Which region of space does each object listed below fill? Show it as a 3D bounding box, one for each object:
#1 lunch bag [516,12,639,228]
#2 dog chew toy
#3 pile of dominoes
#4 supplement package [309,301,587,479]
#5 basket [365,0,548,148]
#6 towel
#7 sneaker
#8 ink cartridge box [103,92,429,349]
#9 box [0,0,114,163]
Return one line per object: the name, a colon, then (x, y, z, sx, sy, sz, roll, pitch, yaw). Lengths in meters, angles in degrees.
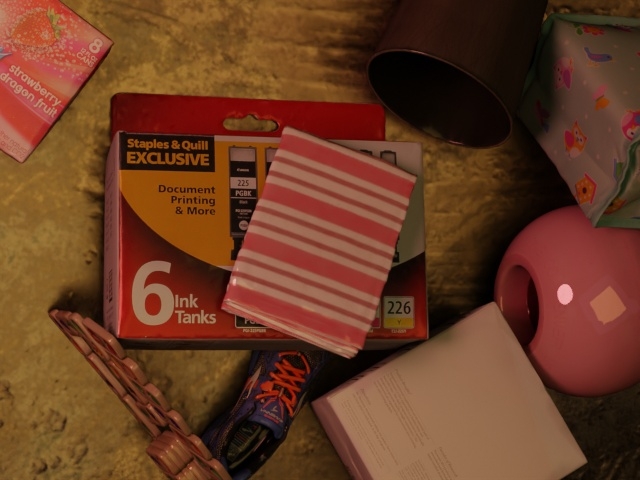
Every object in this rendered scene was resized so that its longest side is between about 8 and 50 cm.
lunch bag: (0.372, -0.127, 1.504, 0.262, 0.223, 0.160, -1, 132, -22)
dog chew toy: (0.359, 0.060, 1.550, 0.331, 0.206, 0.207, -3, 96, -21)
pile of dominoes: (-0.182, 0.177, 1.426, 0.040, 0.196, 0.251, -42, 103, -18)
supplement package: (0.129, 0.201, 1.505, 0.203, 0.149, 0.194, -29, 87, -11)
basket: (0.159, -0.240, 1.474, 0.154, 0.204, 0.227, 15, 73, 23)
towel: (0.000, 0.000, 1.374, 0.144, 0.029, 0.197, 22, 74, -10)
sneaker: (-0.050, 0.174, 1.514, 0.083, 0.087, 0.221, 30, 87, -15)
ink cartridge box: (-0.059, -0.028, 1.445, 0.309, 0.130, 0.272, 1, 81, -14)
box: (-0.364, -0.221, 1.377, 0.300, 0.142, 0.154, 38, 85, -13)
